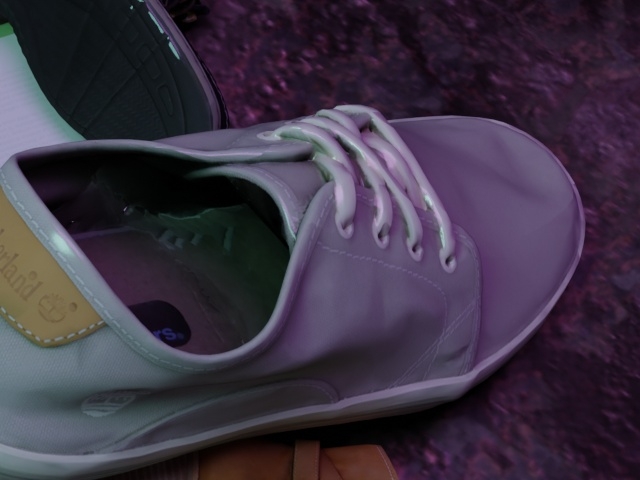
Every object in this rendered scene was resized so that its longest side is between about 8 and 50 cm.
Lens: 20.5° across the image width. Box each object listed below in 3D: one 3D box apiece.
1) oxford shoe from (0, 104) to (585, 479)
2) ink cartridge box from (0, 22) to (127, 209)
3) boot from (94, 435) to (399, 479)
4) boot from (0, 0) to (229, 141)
[{"bbox_3d":[0.000,0.000,0.859,0.449,0.130,0.169,-14,56,-46],"label":"oxford shoe"},{"bbox_3d":[-0.181,0.004,0.903,0.171,0.056,0.235,-22,63,-29],"label":"ink cartridge box"},{"bbox_3d":[-0.022,0.167,0.799,0.152,0.073,0.197,2,53,-18],"label":"boot"},{"bbox_3d":[-0.098,-0.135,0.988,0.236,0.085,0.178,47,27,18],"label":"boot"}]
